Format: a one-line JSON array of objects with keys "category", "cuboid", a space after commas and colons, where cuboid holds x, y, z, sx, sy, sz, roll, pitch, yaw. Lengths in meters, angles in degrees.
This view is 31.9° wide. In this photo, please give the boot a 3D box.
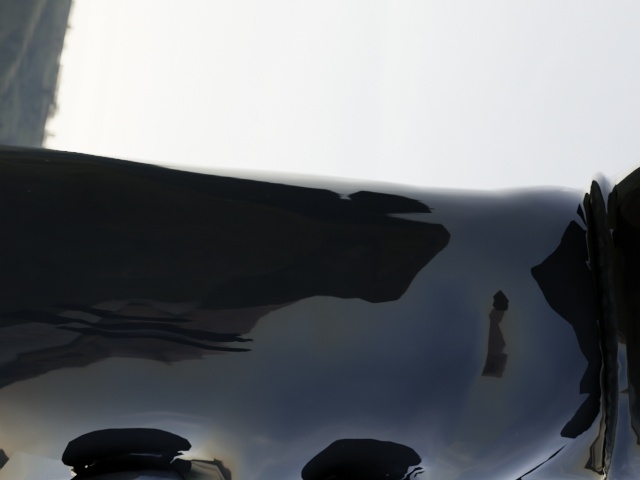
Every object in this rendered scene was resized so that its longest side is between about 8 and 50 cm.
[{"category": "boot", "cuboid": [0.000, 0.001, 0.333, 0.367, 0.445, 0.146, 110, -15, -58]}]
